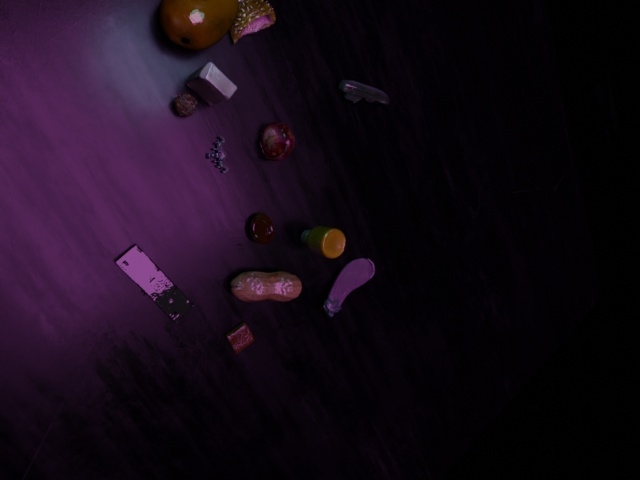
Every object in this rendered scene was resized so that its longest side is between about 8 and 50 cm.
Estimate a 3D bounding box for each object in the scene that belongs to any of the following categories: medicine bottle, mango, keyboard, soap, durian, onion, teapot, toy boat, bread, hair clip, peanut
[{"bbox_3d":[0.000,0.000,1.824,0.122,0.212,0.121,-6,101,-31],"label":"medicine bottle"},{"bbox_3d":[-0.395,-0.774,1.485,0.211,0.173,0.317,36,68,-10],"label":"mango"},{"bbox_3d":[-0.591,0.161,1.590,0.106,0.027,0.317,-45,118,-22],"label":"keyboard"},{"bbox_3d":[-0.377,-0.531,1.523,0.121,0.183,0.063,38,77,-32],"label":"soap"},{"bbox_3d":[-0.250,-0.816,1.619,0.182,0.165,0.132,-13,148,-7],"label":"durian"},{"bbox_3d":[-0.156,-0.382,1.736,0.140,0.150,0.150,-11,105,-62],"label":"onion"},{"bbox_3d":[-0.229,-0.049,1.761,0.098,0.078,0.129,-12,90,10],"label":"teapot"},{"bbox_3d":[0.196,-0.631,1.934,0.261,0.078,0.085,5,119,-31],"label":"toy boat"},{"bbox_3d":[-0.324,0.393,1.787,0.094,0.035,0.090,-34,114,-24],"label":"bread"},{"bbox_3d":[-0.466,-0.474,1.538,0.080,0.080,0.091,-40,137,-21],"label":"durian"},{"bbox_3d":[0.121,0.197,2.020,0.359,0.110,0.095,-45,158,-23],"label":"hair clip"},{"bbox_3d":[-0.216,0.183,1.771,0.290,0.130,0.130,4,95,-26],"label":"peanut"}]

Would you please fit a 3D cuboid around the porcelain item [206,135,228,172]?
[{"bbox_3d":[-0.387,-0.316,1.647,0.075,0.021,0.136,-11,103,-26],"label":"porcelain item"}]
